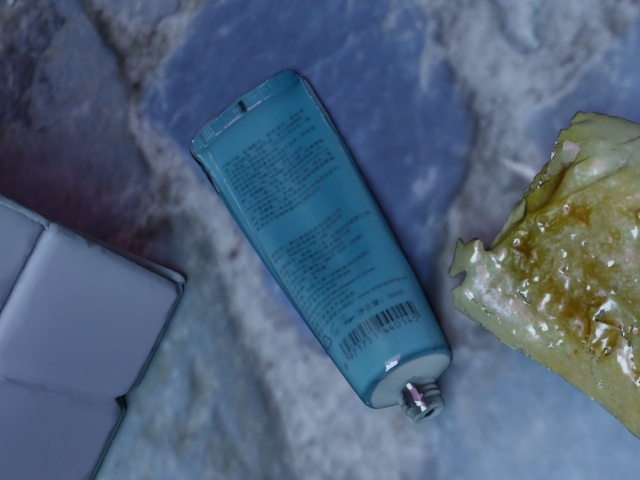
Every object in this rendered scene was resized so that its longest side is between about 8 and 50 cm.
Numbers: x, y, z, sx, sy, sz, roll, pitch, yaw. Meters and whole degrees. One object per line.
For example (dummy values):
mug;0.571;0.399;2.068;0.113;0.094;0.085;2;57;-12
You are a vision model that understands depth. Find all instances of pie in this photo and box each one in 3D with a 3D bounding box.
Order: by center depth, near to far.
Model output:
pie;0.186;0.047;0.323;0.282;0.068;0.128;34;99;27

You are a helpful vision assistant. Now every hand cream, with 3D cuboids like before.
hand cream;0.000;0.000;0.430;0.083;0.048;0.224;-35;59;7

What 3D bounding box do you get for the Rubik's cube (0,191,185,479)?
Rubik's cube;-0.249;0.062;0.401;0.231;0.221;0.224;19;81;25
